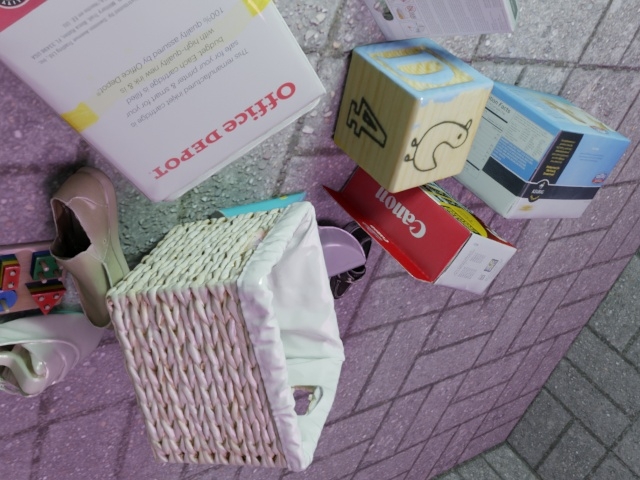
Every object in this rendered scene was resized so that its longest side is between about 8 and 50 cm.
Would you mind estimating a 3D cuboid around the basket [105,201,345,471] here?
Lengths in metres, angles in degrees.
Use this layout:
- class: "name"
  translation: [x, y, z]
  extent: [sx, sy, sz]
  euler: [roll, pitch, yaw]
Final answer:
- class: "basket"
  translation: [-0.135, 0.144, 1.145]
  extent: [0.328, 0.266, 0.331]
  euler: [-63, 145, -64]

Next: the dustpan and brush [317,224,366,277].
- class: "dustpan and brush"
  translation: [0.000, 0.000, 1.491]
  extent: [0.147, 0.060, 0.211]
  euler: [-21, 145, 7]

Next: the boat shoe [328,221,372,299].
- class: "boat shoe"
  translation: [0.063, 0.064, 1.611]
  extent: [0.077, 0.070, 0.219]
  euler: [-16, 137, -34]

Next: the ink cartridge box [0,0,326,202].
- class: "ink cartridge box"
  translation: [-0.208, -0.263, 0.831]
  extent: [0.279, 0.160, 0.385]
  euler: [-32, 138, 6]

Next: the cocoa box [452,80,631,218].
- class: "cocoa box"
  translation: [0.494, -0.202, 1.619]
  extent: [0.347, 0.231, 0.228]
  euler: [-2, 128, -44]

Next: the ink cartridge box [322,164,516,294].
- class: "ink cartridge box"
  translation: [0.196, -0.045, 1.418]
  extent: [0.272, 0.309, 0.130]
  euler: [14, 116, -51]

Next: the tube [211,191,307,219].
- class: "tube"
  translation: [-0.111, -0.046, 1.345]
  extent: [0.207, 0.052, 0.080]
  euler: [-13, 140, -44]

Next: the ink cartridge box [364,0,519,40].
- class: "ink cartridge box"
  translation: [0.190, -0.411, 1.154]
  extent: [0.189, 0.232, 0.066]
  euler: [42, 61, -55]

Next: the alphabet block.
- class: "alphabet block"
  translation: [0.163, -0.233, 1.291]
  extent: [0.192, 0.193, 0.197]
  euler: [-17, 138, -30]

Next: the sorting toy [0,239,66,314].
- class: "sorting toy"
  translation: [-0.456, 0.068, 1.117]
  extent: [0.274, 0.046, 0.132]
  euler: [-8, 132, -41]

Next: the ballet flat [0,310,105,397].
- class: "ballet flat"
  translation: [-0.516, 0.200, 1.123]
  extent: [0.400, 0.139, 0.139]
  euler: [2, 125, -47]

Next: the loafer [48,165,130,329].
- class: "loafer"
  translation: [-0.358, 0.023, 1.074]
  extent: [0.092, 0.102, 0.269]
  euler: [-31, 125, -49]
